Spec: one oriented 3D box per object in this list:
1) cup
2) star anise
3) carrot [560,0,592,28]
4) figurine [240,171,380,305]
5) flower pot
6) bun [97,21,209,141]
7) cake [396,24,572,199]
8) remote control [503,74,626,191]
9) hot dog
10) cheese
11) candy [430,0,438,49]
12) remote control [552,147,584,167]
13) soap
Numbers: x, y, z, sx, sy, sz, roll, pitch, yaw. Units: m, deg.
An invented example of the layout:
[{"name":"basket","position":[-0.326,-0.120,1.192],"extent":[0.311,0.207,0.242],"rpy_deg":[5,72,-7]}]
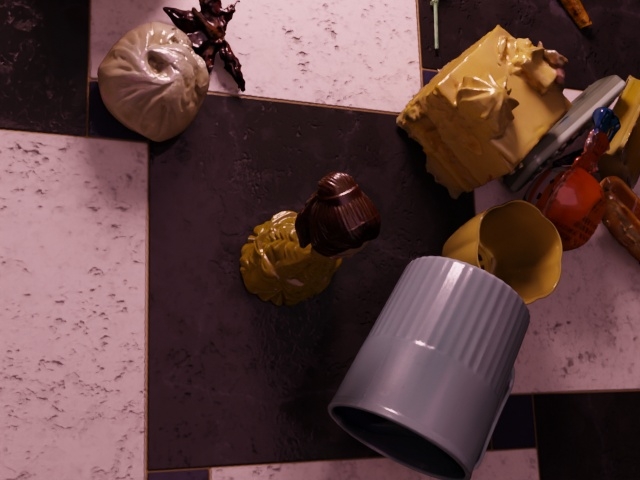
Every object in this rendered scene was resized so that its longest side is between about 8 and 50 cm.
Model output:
[{"name":"cup","position":[0.225,0.233,1.458],"extent":[0.331,0.257,0.311],"rpy_deg":[34,67,-11]},{"name":"star anise","position":[-0.217,-0.368,1.509],"extent":[0.157,0.053,0.212],"rpy_deg":[-6,101,-11]},{"name":"carrot","position":[0.549,-0.546,1.880],"extent":[0.042,0.042,0.170],"rpy_deg":[-41,99,-25]},{"name":"figurine","position":[0.001,0.004,1.377],"extent":[0.187,0.315,0.168],"rpy_deg":[1,78,-22]},{"name":"flower pot","position":[0.325,0.034,1.583],"extent":[0.195,0.179,0.195],"rpy_deg":[4,79,-23]},{"name":"bun","position":[-0.273,-0.273,1.411],"extent":[0.178,0.128,0.193],"rpy_deg":[41,79,-8]},{"name":"cake","position":[0.317,-0.246,1.580],"extent":[0.222,0.286,0.227],"rpy_deg":[47,66,-8]},{"name":"remote control","position":[0.504,-0.229,1.745],"extent":[0.335,0.128,0.065],"rpy_deg":[-39,80,-25]},{"name":"hot dog","position":[0.669,-0.022,1.782],"extent":[0.269,0.072,0.115],"rpy_deg":[46,40,-20]},{"name":"cheese","position":[0.506,-0.105,1.675],"extent":[0.217,0.129,0.329],"rpy_deg":[16,102,-58]},{"name":"candy","position":[0.238,-0.492,1.736],"extent":[0.060,0.060,0.201],"rpy_deg":[2,85,-23]},{"name":"remote control","position":[0.533,-0.166,1.796],"extent":[0.096,0.014,0.039],"rpy_deg":[-25,120,-27]},{"name":"soap","position":[0.670,-0.231,1.812],"extent":[0.233,0.076,0.135],"rpy_deg":[-56,137,-22]}]
